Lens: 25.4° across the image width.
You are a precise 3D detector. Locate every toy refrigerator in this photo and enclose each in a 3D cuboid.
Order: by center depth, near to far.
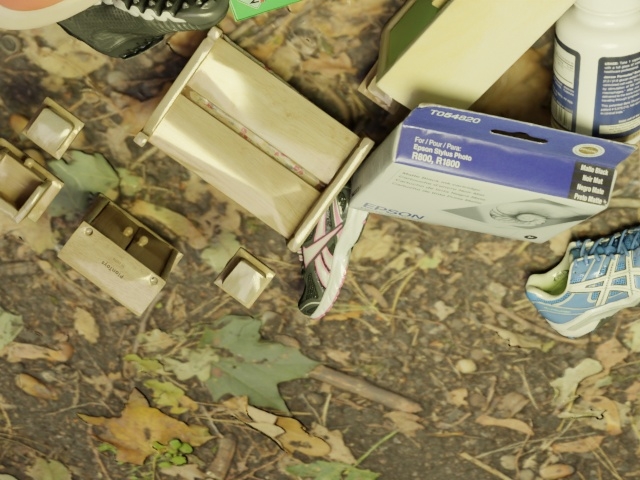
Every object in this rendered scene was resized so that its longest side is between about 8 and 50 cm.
[{"bbox_3d":[0.162,-0.234,1.284,0.094,0.102,0.269,31,128,-19],"label":"toy refrigerator"}]

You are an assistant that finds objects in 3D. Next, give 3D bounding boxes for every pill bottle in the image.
[{"bbox_3d":[0.265,-0.175,1.326,0.094,0.094,0.169,1,131,6],"label":"pill bottle"}]

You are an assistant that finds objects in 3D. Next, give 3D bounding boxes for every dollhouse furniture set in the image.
[{"bbox_3d":[-0.128,-0.117,1.464,0.303,0.174,0.355,36,97,-7],"label":"dollhouse furniture set"}]

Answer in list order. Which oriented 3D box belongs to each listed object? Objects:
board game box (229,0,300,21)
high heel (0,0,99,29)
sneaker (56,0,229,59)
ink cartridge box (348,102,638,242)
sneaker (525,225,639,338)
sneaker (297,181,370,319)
[{"bbox_3d":[-0.023,-0.357,1.206,0.213,0.046,0.317,-15,129,6],"label":"board game box"},{"bbox_3d":[-0.342,-0.270,1.303,0.377,0.181,0.127,-3,116,0],"label":"high heel"},{"bbox_3d":[-0.170,-0.217,1.329,0.234,0.078,0.106,11,152,32],"label":"sneaker"},{"bbox_3d":[0.162,-0.059,1.385,0.223,0.045,0.224,10,163,-11],"label":"ink cartridge box"},{"bbox_3d":[0.309,0.030,1.508,0.081,0.080,0.211,35,125,-25],"label":"sneaker"},{"bbox_3d":[0.000,0.000,1.538,0.077,0.072,0.178,20,120,0],"label":"sneaker"}]
